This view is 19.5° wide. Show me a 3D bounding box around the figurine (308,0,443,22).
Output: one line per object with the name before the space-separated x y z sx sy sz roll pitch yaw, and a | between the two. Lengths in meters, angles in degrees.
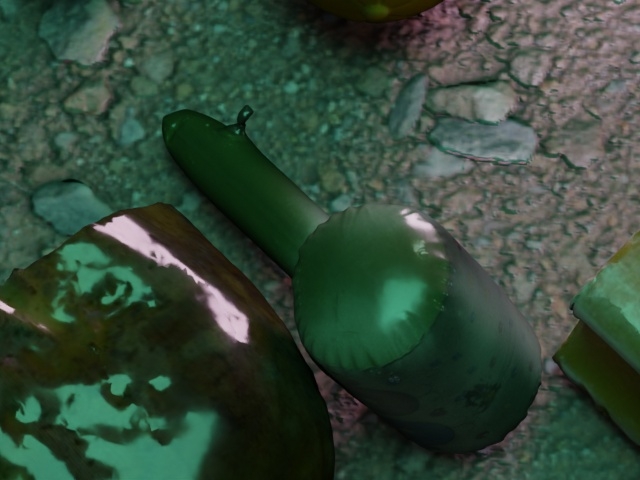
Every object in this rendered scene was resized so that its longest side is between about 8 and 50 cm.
figurine | 0.040 -0.270 1.382 0.192 0.167 0.257 -9 42 9

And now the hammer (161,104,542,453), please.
hammer | 0.000 0.000 1.261 0.119 0.206 0.335 -46 54 -1

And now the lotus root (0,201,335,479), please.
lotus root | -0.104 0.132 1.143 0.267 0.149 0.260 -32 74 -38

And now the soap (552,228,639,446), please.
soap | 0.369 0.081 1.226 0.293 0.156 0.335 -40 70 -13
